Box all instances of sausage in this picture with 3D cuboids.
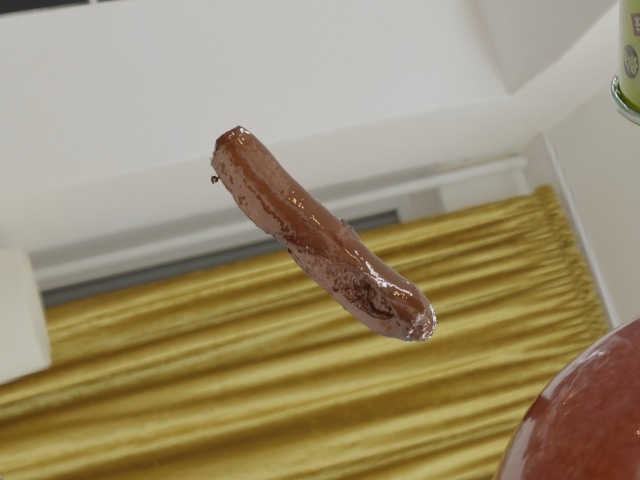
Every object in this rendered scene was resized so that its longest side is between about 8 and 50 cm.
[{"bbox_3d":[-0.001,0.000,1.074,0.326,0.079,0.087,43,-21,6],"label":"sausage"}]

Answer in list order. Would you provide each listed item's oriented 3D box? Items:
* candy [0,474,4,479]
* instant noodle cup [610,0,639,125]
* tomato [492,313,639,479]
[{"bbox_3d":[-0.282,0.132,0.687,0.097,0.062,0.194,20,-49,58],"label":"candy"},{"bbox_3d":[0.394,-0.245,0.828,0.311,0.311,0.221,43,-27,60],"label":"instant noodle cup"},{"bbox_3d":[0.242,0.155,0.403,0.341,0.273,0.341,38,-1,1],"label":"tomato"}]
